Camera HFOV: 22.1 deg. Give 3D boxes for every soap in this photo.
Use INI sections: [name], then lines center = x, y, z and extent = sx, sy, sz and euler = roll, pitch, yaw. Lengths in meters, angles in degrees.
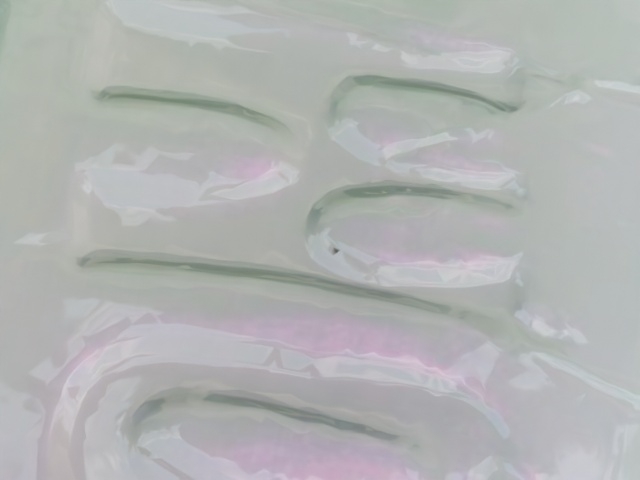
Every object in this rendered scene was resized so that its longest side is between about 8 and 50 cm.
[soap]
center = 0.000, 0.000, 0.458
extent = 0.208, 0.347, 0.115
euler = 8, 161, 9
